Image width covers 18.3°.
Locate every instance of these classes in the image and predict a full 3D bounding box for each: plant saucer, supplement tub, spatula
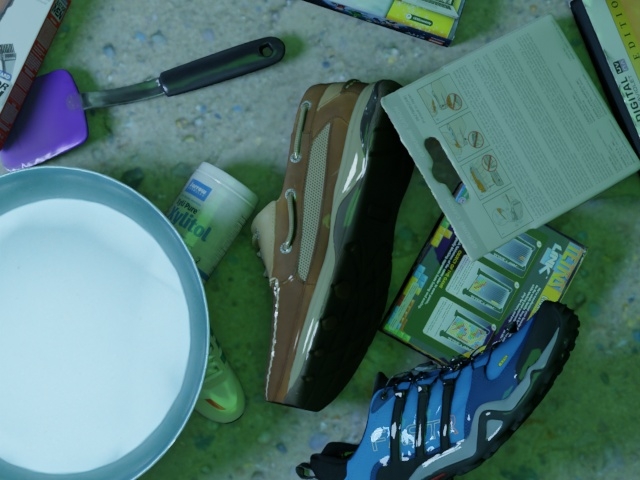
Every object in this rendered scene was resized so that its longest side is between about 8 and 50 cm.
[{"bbox_3d":[-0.249,0.090,1.866,0.317,0.043,0.318,-1,85,14],"label":"plant saucer"},{"bbox_3d":[-0.115,-0.014,1.909,0.071,0.071,0.107,33,84,0],"label":"supplement tub"},{"bbox_3d":[-0.176,-0.147,1.936,0.296,0.030,0.084,-17,78,-6],"label":"spatula"}]

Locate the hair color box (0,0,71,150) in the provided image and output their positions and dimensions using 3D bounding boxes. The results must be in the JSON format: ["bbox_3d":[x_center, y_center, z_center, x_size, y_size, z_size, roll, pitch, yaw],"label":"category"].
[{"bbox_3d":[-0.319,-0.180,1.912,0.093,0.053,0.167,23,82,9],"label":"hair color box"}]

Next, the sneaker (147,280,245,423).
[{"bbox_3d":[-0.125,0.104,1.894,0.057,0.075,0.161,-29,87,-6],"label":"sneaker"}]

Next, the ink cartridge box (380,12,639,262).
[{"bbox_3d":[0.176,-0.096,1.908,0.224,0.056,0.181,-29,87,-26],"label":"ink cartridge box"}]

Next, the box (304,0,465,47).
[{"bbox_3d":[0.042,-0.302,1.958,0.233,0.044,0.159,18,84,-2],"label":"box"}]

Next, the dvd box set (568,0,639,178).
[{"bbox_3d":[0.494,-0.178,1.969,0.420,0.062,0.308,-21,86,-6],"label":"dvd box set"}]

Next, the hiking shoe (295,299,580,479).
[{"bbox_3d":[0.112,0.156,1.857,0.132,0.113,0.304,43,103,7],"label":"hiking shoe"}]

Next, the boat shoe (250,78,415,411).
[{"bbox_3d":[0.000,0.000,1.904,0.120,0.122,0.324,12,82,29],"label":"boat shoe"}]

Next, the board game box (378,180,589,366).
[{"bbox_3d":[0.158,0.047,1.933,0.141,0.048,0.170,30,84,-3],"label":"board game box"}]
